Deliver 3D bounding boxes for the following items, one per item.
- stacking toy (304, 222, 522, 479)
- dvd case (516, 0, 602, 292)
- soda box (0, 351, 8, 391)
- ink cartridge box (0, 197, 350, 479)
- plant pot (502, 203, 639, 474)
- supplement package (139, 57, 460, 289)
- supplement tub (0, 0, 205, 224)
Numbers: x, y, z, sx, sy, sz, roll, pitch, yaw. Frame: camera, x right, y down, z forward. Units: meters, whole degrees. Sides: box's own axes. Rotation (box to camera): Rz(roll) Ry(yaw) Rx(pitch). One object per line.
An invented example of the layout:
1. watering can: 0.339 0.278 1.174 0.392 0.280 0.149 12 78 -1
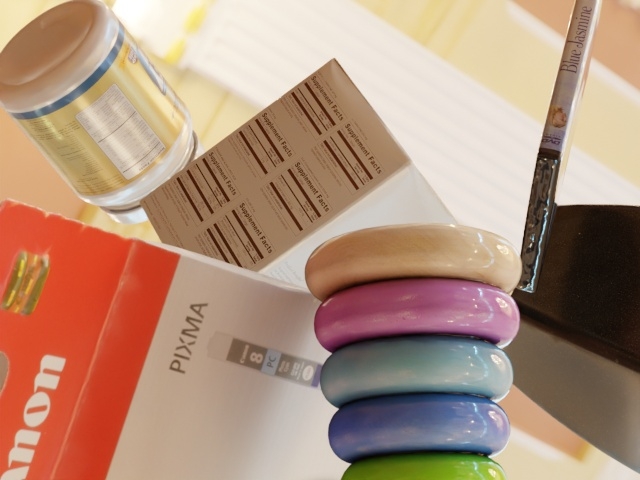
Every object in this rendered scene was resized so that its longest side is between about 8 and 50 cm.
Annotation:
1. stacking toy: 0.062 0.162 1.195 0.141 0.141 0.330 -16 -111 45
2. dvd case: 0.205 -0.106 1.610 0.180 0.022 0.253 92 12 -53
3. soda box: -0.362 0.143 1.936 0.216 0.069 0.074 2 -117 39
4. ink cartridge box: -0.104 0.162 1.253 0.091 0.385 0.308 18 -92 34
5. plant pot: 0.265 0.075 1.758 0.167 0.187 0.188 19 -121 16
6. supplement package: 0.000 0.000 1.586 0.203 0.194 0.149 -36 -131 3
7. supplement tub: -0.218 -0.126 1.908 0.144 0.199 0.144 -23 -142 19
